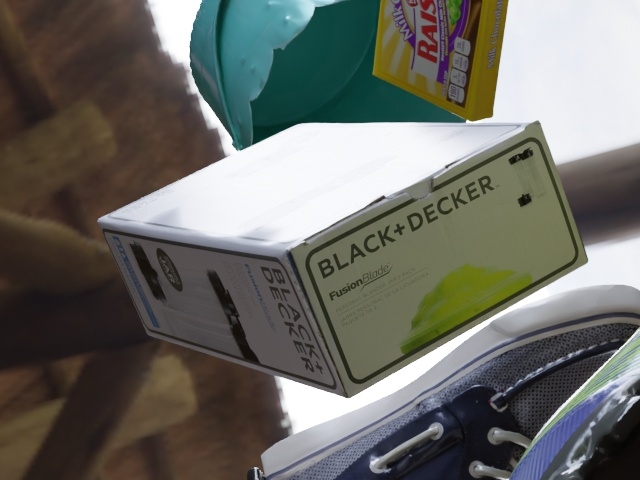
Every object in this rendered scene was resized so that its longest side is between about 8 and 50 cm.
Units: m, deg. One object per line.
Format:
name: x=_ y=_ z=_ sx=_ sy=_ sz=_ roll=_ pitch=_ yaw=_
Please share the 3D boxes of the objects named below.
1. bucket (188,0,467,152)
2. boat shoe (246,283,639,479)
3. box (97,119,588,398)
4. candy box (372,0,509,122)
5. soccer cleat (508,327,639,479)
bucket: x=0.006 y=-0.185 z=1.685 sx=0.183 sy=0.281 sz=0.281 roll=46 pitch=167 yaw=44
boat shoe: x=0.117 y=0.174 z=1.185 sx=0.127 sy=0.340 sz=0.158 roll=45 pitch=-161 yaw=-47
box: x=0.000 y=0.000 z=0.947 sx=0.290 sy=0.169 sz=0.087 roll=6 pitch=120 yaw=62
candy box: x=0.088 y=-0.194 z=1.109 sx=0.105 sy=0.027 sz=0.206 roll=32 pitch=128 yaw=41
soccer cleat: x=0.169 y=0.048 z=0.672 sx=0.093 sy=0.289 sz=0.121 roll=44 pitch=160 yaw=4
